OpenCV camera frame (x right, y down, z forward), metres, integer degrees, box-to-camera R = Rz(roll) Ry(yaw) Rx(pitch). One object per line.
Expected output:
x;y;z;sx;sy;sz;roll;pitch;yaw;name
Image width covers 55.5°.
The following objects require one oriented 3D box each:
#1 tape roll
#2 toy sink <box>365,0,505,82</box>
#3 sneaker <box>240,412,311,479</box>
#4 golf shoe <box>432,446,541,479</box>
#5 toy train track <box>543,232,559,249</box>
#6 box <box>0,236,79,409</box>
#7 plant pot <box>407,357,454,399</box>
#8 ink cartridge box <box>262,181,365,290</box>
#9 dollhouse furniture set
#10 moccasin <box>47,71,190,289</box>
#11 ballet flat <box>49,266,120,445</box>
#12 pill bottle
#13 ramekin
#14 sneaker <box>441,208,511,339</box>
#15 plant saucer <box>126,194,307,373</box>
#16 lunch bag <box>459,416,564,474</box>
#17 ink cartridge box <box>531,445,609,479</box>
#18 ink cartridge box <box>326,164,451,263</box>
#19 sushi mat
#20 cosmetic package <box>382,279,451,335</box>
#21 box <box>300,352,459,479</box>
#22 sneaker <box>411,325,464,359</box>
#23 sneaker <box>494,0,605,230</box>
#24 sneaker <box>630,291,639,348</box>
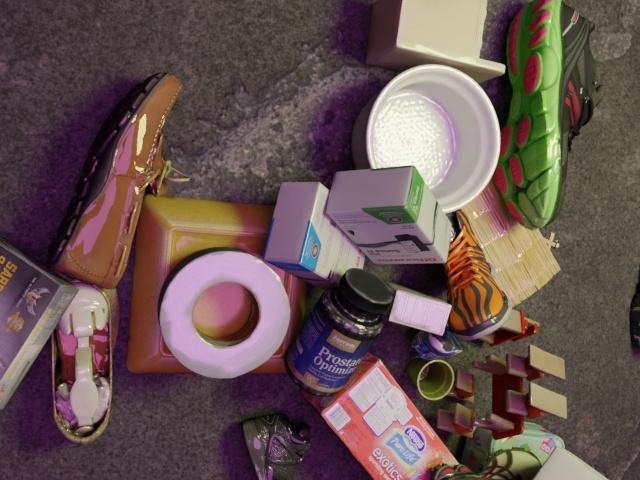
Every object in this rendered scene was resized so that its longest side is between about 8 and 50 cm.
-0.166;0.122;1.048;0.220;0.072;0.219;-2;95;-17;tape roll
0.227;-0.395;1.172;0.235;0.153;0.131;8;92;-17;toy sink
-0.063;0.440;1.183;0.131;0.087;0.227;-17;94;-9;sneaker
0.339;0.481;1.168;0.273;0.120;0.105;-3;105;-29;golf shoe
0.504;0.000;1.366;0.083;0.014;0.048;19;89;-18;toy train track
-0.530;0.128;0.980;0.183;0.056;0.230;30;85;15;box
0.221;0.278;1.264;0.084;0.079;0.083;-2;96;-18;plant pot
0.000;0.000;1.101;0.203;0.086;0.148;34;64;-54;ink cartridge box
0.378;0.271;1.237;0.135;0.262;0.258;24;56;-20;dollhouse furniture set
-0.315;-0.104;1.025;0.147;0.139;0.379;26;73;-34;moccasin
-0.405;0.179;1.038;0.123;0.123;0.348;-1;94;-18;ballet flat
0.033;0.160;1.071;0.123;0.122;0.219;20;118;-18;pill bottle
0.194;-0.190;1.187;0.278;0.135;0.276;-1;94;-17;ramekin
0.257;0.053;1.152;0.125;0.321;0.180;-29;104;14;sneaker
-0.174;0.094;1.123;0.333;0.081;0.332;4;93;-18;plant saucer
0.413;0.538;1.333;0.224;0.108;0.278;11;92;-21;lunch bag
0.436;0.524;1.131;0.226;0.131;0.306;-52;150;-8;ink cartridge box
0.127;-0.038;1.075;0.208;0.153;0.086;43;52;-49;ink cartridge box
0.395;-0.020;1.321;0.152;0.019;0.316;-34;102;-11;sushi mat
0.167;0.122;1.141;0.099;0.239;0.060;18;90;0;cosmetic package
0.119;0.373;1.206;0.154;0.142;0.299;-41;105;-11;box
0.228;0.205;1.202;0.081;0.211;0.080;-39;77;4;sneaker
0.486;-0.257;1.242;0.203;0.185;0.481;8;89;-18;sneaker
0.822;0.136;1.437;0.110;0.107;0.275;14;90;-28;sneaker
